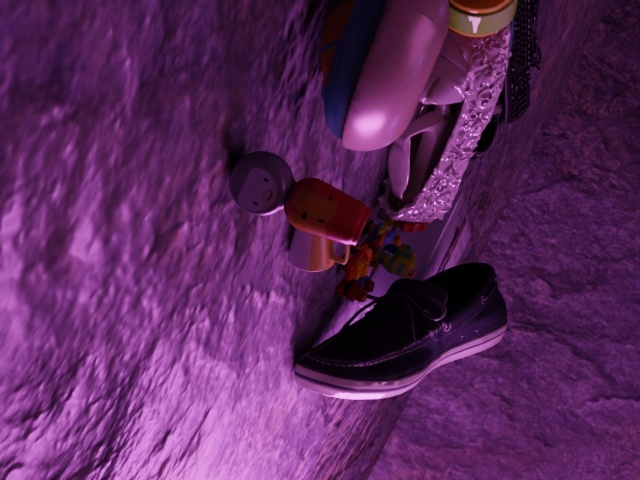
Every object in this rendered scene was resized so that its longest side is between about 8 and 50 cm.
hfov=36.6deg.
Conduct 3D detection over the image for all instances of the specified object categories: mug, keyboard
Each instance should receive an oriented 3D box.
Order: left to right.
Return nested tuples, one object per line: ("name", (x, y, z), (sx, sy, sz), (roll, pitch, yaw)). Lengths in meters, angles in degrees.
("mug", (-0.002, -0.002, 1.274), (0.062, 0.078, 0.064), (-100, -168, -59))
("keyboard", (0.409, -0.406, 1.944), (0.201, 0.033, 0.317), (-50, 143, -43))

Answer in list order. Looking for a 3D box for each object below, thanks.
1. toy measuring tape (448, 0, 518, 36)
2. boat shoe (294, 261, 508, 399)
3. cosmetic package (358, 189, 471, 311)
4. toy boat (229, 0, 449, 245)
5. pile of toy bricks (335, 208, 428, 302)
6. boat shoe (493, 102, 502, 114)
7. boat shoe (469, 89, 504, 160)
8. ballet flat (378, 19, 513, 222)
("toy measuring tape", (0.267, -0.381, 1.359), (0.330, 0.121, 0.121), (-39, 157, -13))
("boat shoe", (0.147, 0.147, 1.670), (0.500, 0.187, 0.156), (-16, 111, -41))
("cosmetic package", (0.204, 0.054, 1.987), (0.284, 0.097, 0.377), (-61, 164, -5))
("toy boat", (0.026, -0.152, 1.037), (0.267, 0.148, 0.318), (106, 8, -71))
("pile of toy bricks", (0.117, 0.032, 1.643), (0.212, 0.105, 0.118), (-49, 157, -46))
("boat shoe", (0.275, -0.250, 1.824), (0.081, 0.068, 0.228), (-29, 178, 28))
("boat shoe", (0.347, -0.262, 1.976), (0.233, 0.084, 0.079), (-60, -171, -17))
("ballet flat", (0.187, -0.193, 1.522), (0.147, 0.147, 0.409), (-43, 152, -54))
